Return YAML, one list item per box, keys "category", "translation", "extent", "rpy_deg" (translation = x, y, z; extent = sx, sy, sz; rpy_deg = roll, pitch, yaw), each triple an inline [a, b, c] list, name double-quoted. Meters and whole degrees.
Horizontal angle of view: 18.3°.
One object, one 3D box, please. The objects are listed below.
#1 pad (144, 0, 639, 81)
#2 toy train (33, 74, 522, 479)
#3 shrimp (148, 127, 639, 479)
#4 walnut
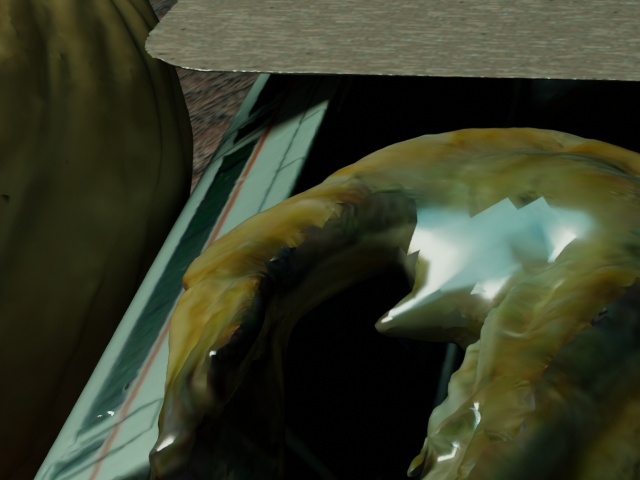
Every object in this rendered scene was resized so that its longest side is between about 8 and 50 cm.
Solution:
- category: "pad"
  translation: [0.086, -0.091, 0.680]
  extent: [0.266, 0.002, 0.176]
  rpy_deg: [3, 30, 16]
- category: "toy train"
  translation: [0.000, 0.000, 0.669]
  extent: [0.088, 0.086, 0.407]
  rpy_deg: [-32, 17, 27]
- category: "shrimp"
  translation: [0.024, 0.034, 0.475]
  extent: [0.145, 0.059, 0.254]
  rpy_deg: [25, 42, 19]
- category: "walnut"
  translation: [-0.161, -0.003, 0.701]
  extent: [0.261, 0.225, 0.225]
  rpy_deg: [-67, 19, 5]
